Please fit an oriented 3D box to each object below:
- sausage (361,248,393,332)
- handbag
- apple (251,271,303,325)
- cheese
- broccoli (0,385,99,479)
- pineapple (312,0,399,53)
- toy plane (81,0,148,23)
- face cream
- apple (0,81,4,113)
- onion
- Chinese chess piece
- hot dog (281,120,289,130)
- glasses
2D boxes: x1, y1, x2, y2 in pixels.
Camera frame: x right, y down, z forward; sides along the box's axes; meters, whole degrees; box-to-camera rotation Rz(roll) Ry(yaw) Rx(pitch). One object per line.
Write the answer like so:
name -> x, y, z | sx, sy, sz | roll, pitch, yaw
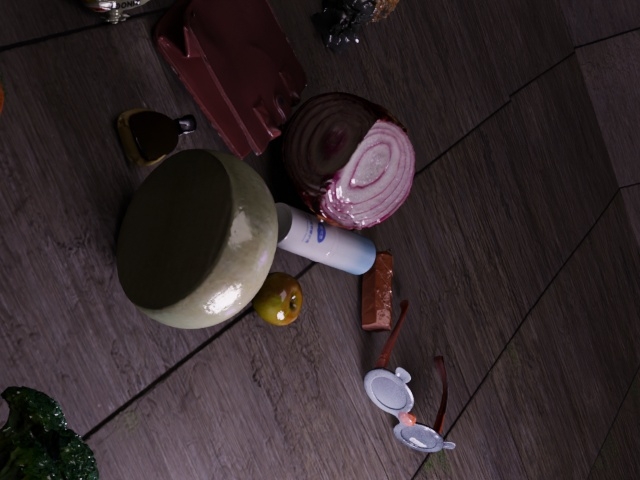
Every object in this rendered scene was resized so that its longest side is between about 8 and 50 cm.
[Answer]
sausage -> 0.112, 0.090, 1.864 | 0.065, 0.065, 0.169 | 31, 54, -46
handbag -> -0.140, -0.308, 1.633 | 0.275, 0.084, 0.260 | 58, 36, -26
apple -> -0.071, 0.097, 1.592 | 0.089, 0.074, 0.089 | 20, 65, -52
cheese -> -0.242, -0.168, 1.473 | 0.162, 0.036, 0.086 | -30, 101, -55
broccoli -> -0.360, 0.302, 1.022 | 0.269, 0.269, 0.254 | 53, -2, -30
pineapple -> 0.073, -0.473, 1.972 | 0.119, 0.111, 0.237 | 42, 48, 5
toy plane -> -0.251, -0.385, 1.443 | 0.286, 0.092, 0.108 | -17, 127, -29
face cream -> 0.000, 0.000, 1.722 | 0.250, 0.077, 0.077 | 20, 63, -50
apple -> -0.440, -0.164, 1.133 | 0.126, 0.102, 0.126 | 25, 56, -43
onion -> 0.050, -0.145, 1.711 | 0.206, 0.216, 0.207 | 32, 11, -49
Chinese chess piece -> -0.171, -0.003, 1.328 | 0.101, 0.250, 0.250 | 24, 59, -45
hot dog -> -0.027, -0.189, 1.790 | 0.122, 0.037, 0.049 | 28, 68, -41
glasses -> 0.199, 0.255, 1.887 | 0.234, 0.118, 0.268 | 55, 40, -26
